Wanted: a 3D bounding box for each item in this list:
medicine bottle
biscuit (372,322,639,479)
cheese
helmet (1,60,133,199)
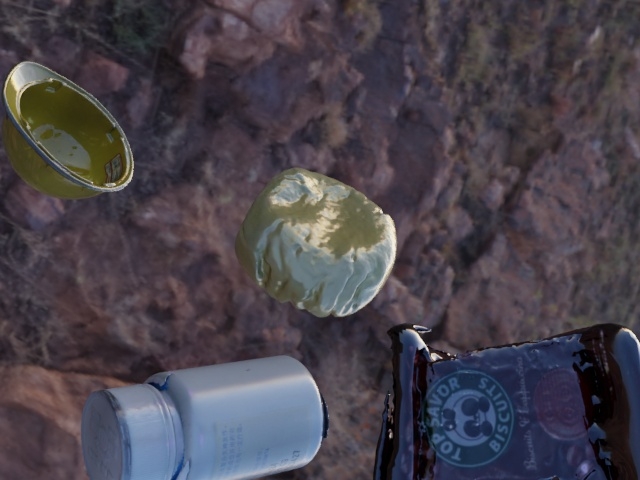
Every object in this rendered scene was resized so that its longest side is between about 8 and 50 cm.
[{"bbox_3d":[-0.135,0.217,1.099,0.258,0.143,0.143,-3,110,-37],"label":"medicine bottle"},{"bbox_3d":[0.154,0.140,0.763,0.063,0.235,0.151,137,-49,-74],"label":"biscuit"},{"bbox_3d":[0.000,0.000,1.304,0.226,0.214,0.117,-47,164,-44],"label":"cheese"},{"bbox_3d":[-0.443,-0.152,1.546,0.257,0.140,0.205,39,34,-27],"label":"helmet"}]
